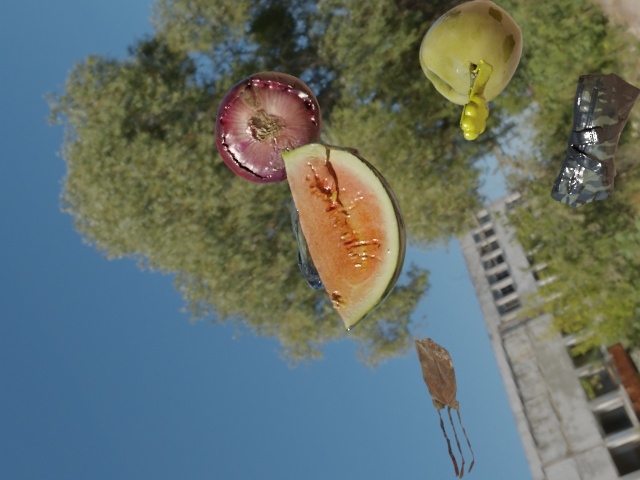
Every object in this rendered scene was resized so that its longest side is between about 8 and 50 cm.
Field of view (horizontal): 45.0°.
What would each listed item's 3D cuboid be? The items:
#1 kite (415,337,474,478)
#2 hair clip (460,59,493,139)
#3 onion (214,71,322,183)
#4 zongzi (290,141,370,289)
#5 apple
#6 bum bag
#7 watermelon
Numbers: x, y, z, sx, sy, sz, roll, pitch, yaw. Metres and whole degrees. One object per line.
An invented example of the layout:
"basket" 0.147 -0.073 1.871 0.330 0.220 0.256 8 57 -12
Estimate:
"kite" 0.208 0.266 1.251 0.127 0.016 0.229 13 -122 -51
"hair clip" 0.344 -0.305 1.694 0.072 0.046 0.173 14 -96 -41
"onion" -0.112 -0.248 1.695 0.248 0.248 0.161 61 -171 0
"zongzi" 0.000 0.000 2.149 0.208 0.432 0.403 8 -119 -14
"apple" 0.381 -0.477 1.969 0.262 0.262 0.262 49 -157 -29
"bum bag" 0.650 -0.230 1.831 0.095 0.144 0.340 -59 -22 -61
"watermelon" 0.071 -0.030 1.199 0.159 0.128 0.303 -14 -99 -33
